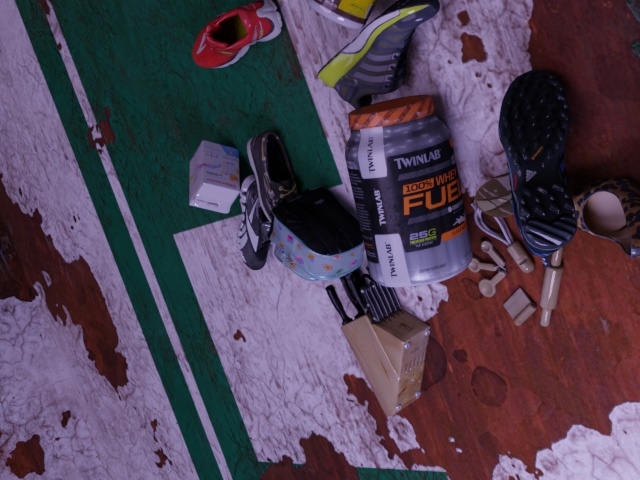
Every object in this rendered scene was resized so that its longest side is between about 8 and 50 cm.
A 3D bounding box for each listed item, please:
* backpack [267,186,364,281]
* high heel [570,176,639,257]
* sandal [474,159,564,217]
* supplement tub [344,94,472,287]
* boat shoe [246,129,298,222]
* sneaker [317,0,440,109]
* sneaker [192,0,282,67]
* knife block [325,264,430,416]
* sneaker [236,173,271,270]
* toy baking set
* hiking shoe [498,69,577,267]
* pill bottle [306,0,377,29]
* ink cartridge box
[{"bbox_3d":[0.000,0.000,1.911,0.188,0.166,0.144,36,135,35],"label":"backpack"},{"bbox_3d":[0.427,-0.027,1.416,0.261,0.186,0.093,4,113,47],"label":"high heel"},{"bbox_3d":[0.342,-0.100,1.587,0.180,0.049,0.072,-41,82,34],"label":"sandal"},{"bbox_3d":[0.154,-0.090,1.678,0.193,0.193,0.316,2,111,47],"label":"supplement tub"},{"bbox_3d":[-0.092,-0.124,2.015,0.068,0.081,0.228,-19,92,54],"label":"boat shoe"},{"bbox_3d":[0.122,-0.337,1.678,0.121,0.111,0.300,49,142,-6],"label":"sneaker"},{"bbox_3d":[-0.202,-0.432,1.951,0.279,0.118,0.107,-19,94,50],"label":"sneaker"},{"bbox_3d":[0.105,0.195,1.956,0.242,0.088,0.276,29,129,36],"label":"knife block"},{"bbox_3d":[-0.132,-0.027,2.109,0.106,0.078,0.234,27,125,40],"label":"sneaker"},{"bbox_3d":[0.344,0.033,1.659,0.196,0.030,0.256,31,129,34],"label":"toy baking set"},{"bbox_3d":[0.336,-0.119,1.486,0.132,0.113,0.304,76,-165,-72],"label":"hiking shoe"},{"bbox_3d":[0.068,-0.483,1.609,0.117,0.117,0.215,39,114,27],"label":"pill bottle"},{"bbox_3d":[-0.239,-0.136,2.112,0.090,0.092,0.143,-50,36,46],"label":"ink cartridge box"}]
